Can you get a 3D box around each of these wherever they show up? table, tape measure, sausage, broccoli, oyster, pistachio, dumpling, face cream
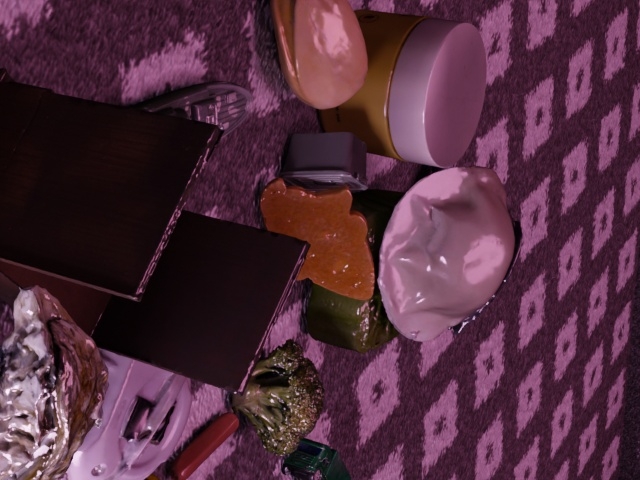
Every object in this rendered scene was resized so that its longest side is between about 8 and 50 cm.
[{"bbox_3d":[-0.200,-0.007,1.209,0.196,0.282,0.250,-65,149,-19],"label":"table"},{"bbox_3d":[-0.232,0.194,1.421,0.197,0.120,0.236,35,76,-62],"label":"tape measure"},{"bbox_3d":[-0.161,0.285,1.673,0.147,0.035,0.030,-43,169,-48],"label":"sausage"},{"bbox_3d":[-0.056,0.224,1.747,0.138,0.146,0.162,14,107,-31],"label":"broccoli"},{"bbox_3d":[-0.298,0.184,1.193,0.162,0.158,0.351,-100,-154,-50],"label":"oyster"},{"bbox_3d":[-0.002,-0.266,1.625,0.200,0.117,0.145,72,27,-45],"label":"pistachio"},{"bbox_3d":[0.202,0.023,1.831,0.293,0.163,0.204,-63,155,2],"label":"dumpling"},{"bbox_3d":[0.124,-0.231,1.808,0.218,0.179,0.218,-34,130,-52],"label":"face cream"}]

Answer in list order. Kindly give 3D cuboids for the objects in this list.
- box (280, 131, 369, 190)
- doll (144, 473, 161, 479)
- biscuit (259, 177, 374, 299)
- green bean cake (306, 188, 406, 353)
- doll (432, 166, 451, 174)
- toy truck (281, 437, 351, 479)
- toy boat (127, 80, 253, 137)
[{"bbox_3d":[0.008,-0.113,1.724,0.084,0.122,0.069,27,66,-63],"label":"box"},{"bbox_3d":[-0.223,0.389,1.555,0.088,0.127,0.248,-20,123,-18],"label":"doll"},{"bbox_3d":[0.000,0.000,1.734,0.250,0.162,0.035,50,16,-28],"label":"biscuit"},{"bbox_3d":[0.082,0.040,1.908,0.222,0.125,0.248,-19,117,-57],"label":"green bean cake"},{"bbox_3d":[0.197,-0.087,2.130,0.120,0.075,0.179,112,-21,-70],"label":"doll"},{"bbox_3d":[-0.006,0.381,1.963,0.079,0.065,0.147,-63,149,-28],"label":"toy truck"},{"bbox_3d":[-0.158,-0.143,1.436,0.260,0.085,0.078,-29,125,-54],"label":"toy boat"}]
